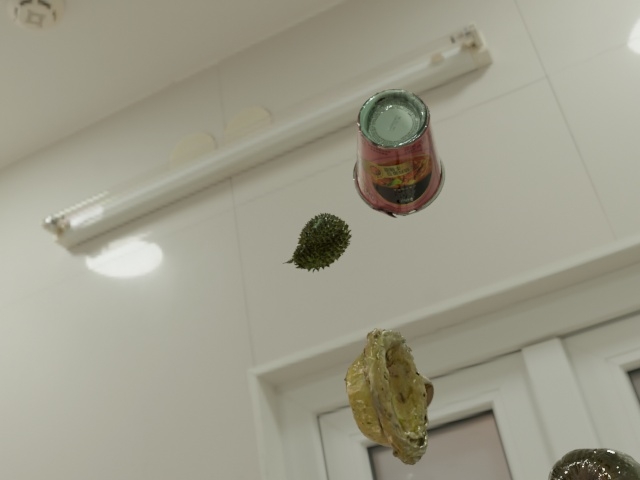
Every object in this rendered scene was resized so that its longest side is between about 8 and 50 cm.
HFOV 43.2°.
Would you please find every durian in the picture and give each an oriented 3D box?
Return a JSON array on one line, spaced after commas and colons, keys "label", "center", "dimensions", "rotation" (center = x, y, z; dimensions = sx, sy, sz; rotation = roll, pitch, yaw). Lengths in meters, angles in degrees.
[{"label": "durian", "center": [0.001, -0.005, 2.244], "dimensions": [0.137, 0.221, 0.096], "rotation": [17, -34, 33]}]

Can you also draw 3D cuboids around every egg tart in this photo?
[{"label": "egg tart", "center": [0.140, 0.328, 1.688], "dimensions": [0.118, 0.288, 0.288], "rotation": [-21, -34, 19]}]

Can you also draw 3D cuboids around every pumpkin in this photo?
[{"label": "pumpkin", "center": [0.618, 0.579, 1.804], "dimensions": [0.260, 0.260, 0.189], "rotation": [-33, -45, 31]}]

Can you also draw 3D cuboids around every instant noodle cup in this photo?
[{"label": "instant noodle cup", "center": [0.177, -0.218, 1.904], "dimensions": [0.243, 0.244, 0.255], "rotation": [-13, -28, 3]}]

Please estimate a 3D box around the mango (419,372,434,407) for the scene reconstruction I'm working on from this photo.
[{"label": "mango", "center": [0.221, 0.428, 2.218], "dimensions": [0.167, 0.130, 0.262], "rotation": [-29, -18, 18]}]
